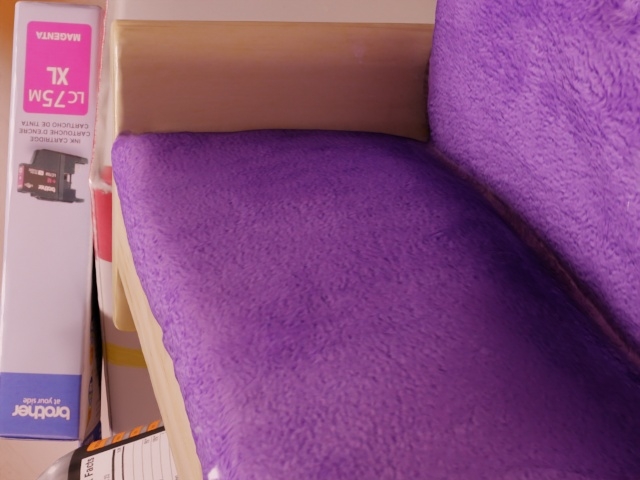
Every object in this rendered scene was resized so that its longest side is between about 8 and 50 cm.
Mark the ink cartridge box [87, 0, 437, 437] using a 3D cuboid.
[{"bbox_3d":[0.000,0.000,0.979,0.385,0.279,0.160,103,167,-61],"label":"ink cartridge box"}]

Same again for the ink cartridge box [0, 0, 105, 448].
[{"bbox_3d":[-0.168,0.016,0.981,0.186,0.065,0.311,157,113,-85],"label":"ink cartridge box"}]

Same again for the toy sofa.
[{"bbox_3d":[0.032,0.008,0.410,0.362,0.150,0.177,-121,31,-65],"label":"toy sofa"}]

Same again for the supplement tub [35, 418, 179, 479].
[{"bbox_3d":[-0.007,0.162,0.717,0.193,0.316,0.194,-19,-90,-87],"label":"supplement tub"}]
